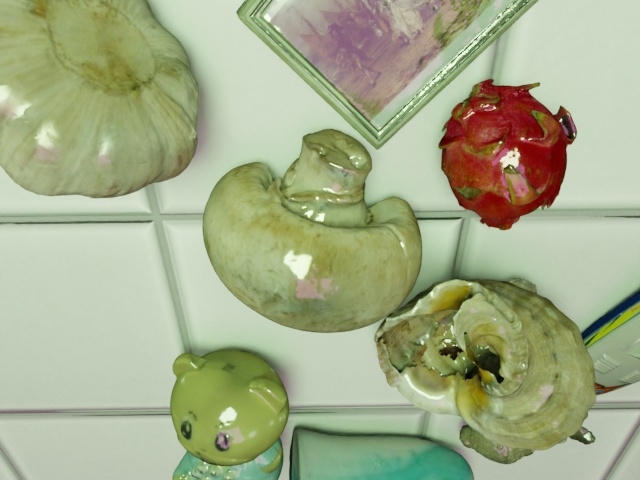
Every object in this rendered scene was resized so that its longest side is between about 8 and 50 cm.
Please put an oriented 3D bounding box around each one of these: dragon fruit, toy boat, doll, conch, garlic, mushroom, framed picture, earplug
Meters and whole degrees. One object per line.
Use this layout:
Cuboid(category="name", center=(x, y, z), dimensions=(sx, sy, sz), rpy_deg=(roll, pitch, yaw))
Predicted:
Cuboid(category="dragon fruit", center=(0.194, -0.081, 0.471), dimensions=(0.136, 0.133, 0.165), rpy_deg=(-14, 121, 0))
Cuboid(category="toy boat", center=(0.455, 0.164, 0.662), dimensions=(0.129, 0.088, 0.295), rpy_deg=(24, 127, -14))
Cuboid(category="doll", center=(0.305, 0.241, 0.720), dimensions=(0.203, 0.091, 0.285), rpy_deg=(-15, 113, 18))
Cuboid(category="conch", center=(0.197, 0.135, 0.582), dimensions=(0.264, 0.186, 0.324), rpy_deg=(-11, 126, 27))
Cuboid(category="garlic", center=(-0.235, -0.126, 0.425), dimensions=(0.212, 0.218, 0.218), rpy_deg=(-17, 127, 45))
Cuboid(category="mushroom", center=(0.000, 0.000, 0.489), dimensions=(0.254, 0.188, 0.194), rpy_deg=(11, 124, -14))
Cuboid(category="framed picture", center=(0.083, -0.245, 0.430), dimensions=(0.217, 0.017, 0.274), rpy_deg=(37, 116, -21))
Cuboid(category="earplug", center=(0.112, 0.428, 0.789), dimensions=(0.325, 0.185, 0.184), rpy_deg=(3, 123, -10))
Cuboid(category="doll", center=(-0.136, 0.285, 0.688), dimensions=(0.177, 0.161, 0.260), rpy_deg=(14, 126, 16))
